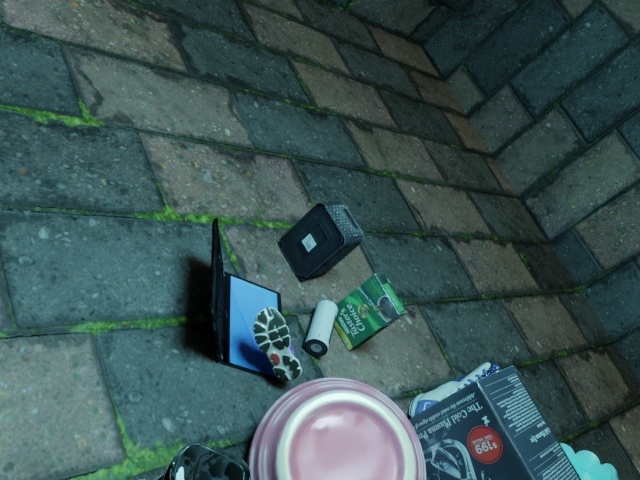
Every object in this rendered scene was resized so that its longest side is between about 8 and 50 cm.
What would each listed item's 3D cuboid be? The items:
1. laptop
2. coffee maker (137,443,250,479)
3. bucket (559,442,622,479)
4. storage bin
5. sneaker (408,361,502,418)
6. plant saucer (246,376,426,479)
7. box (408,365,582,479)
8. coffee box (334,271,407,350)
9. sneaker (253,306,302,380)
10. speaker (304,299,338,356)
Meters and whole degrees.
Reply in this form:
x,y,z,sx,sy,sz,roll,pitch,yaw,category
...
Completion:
x,y,z,sx,sy,sz,roll,pitch,yaw,category
-0.144,0.124,1.288,0.137,0.264,0.234,-3,48,-5,laptop
-0.182,0.386,0.941,0.171,0.178,0.120,19,44,-37,coffee maker
0.544,0.622,1.449,0.281,0.281,0.183,43,43,-8,bucket
0.000,0.000,1.539,0.084,0.180,0.122,-9,63,-53,storage bin
0.360,0.379,1.560,0.316,0.182,0.127,-11,63,-53,sneaker
0.039,0.401,1.133,0.333,0.084,0.331,6,61,-11,plant saucer
0.295,0.470,1.245,0.179,0.343,0.312,-2,57,-51,box
0.105,0.168,1.485,0.040,0.184,0.113,-11,66,-49,coffee box
-0.090,0.203,1.270,0.071,0.068,0.169,-114,-173,-64,sneaker
0.003,0.198,1.455,0.055,0.055,0.136,39,34,-14,speaker
